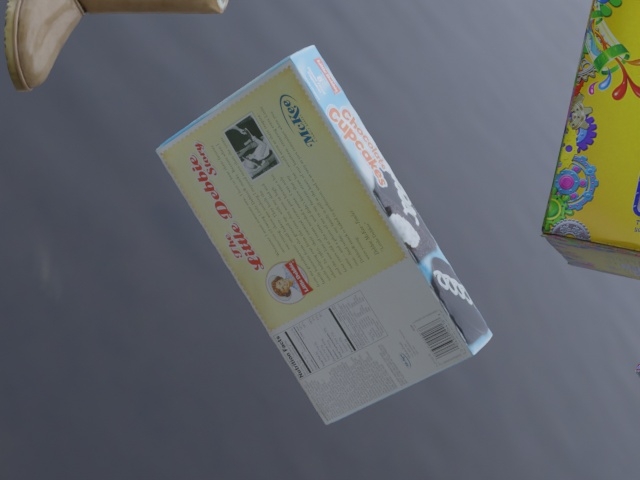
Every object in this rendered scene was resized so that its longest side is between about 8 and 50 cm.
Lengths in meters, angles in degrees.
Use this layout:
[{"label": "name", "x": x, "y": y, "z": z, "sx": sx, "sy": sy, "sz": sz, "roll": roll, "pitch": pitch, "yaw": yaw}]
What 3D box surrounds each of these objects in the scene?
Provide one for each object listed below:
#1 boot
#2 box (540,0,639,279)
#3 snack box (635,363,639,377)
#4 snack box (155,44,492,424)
[{"label": "boot", "x": -0.255, "y": -0.300, "z": 1.678, "sx": 0.089, "sy": 0.269, "sz": 0.236, "roll": 71, "pitch": 20, "yaw": -68}, {"label": "box", "x": 0.307, "y": -0.108, "z": 1.097, "sx": 0.290, "sy": 0.177, "sz": 0.279, "roll": 19, "pitch": 83, "yaw": -74}, {"label": "snack box", "x": 0.620, "y": 0.277, "z": 2.286, "sx": 0.178, "sy": 0.064, "sz": 0.022, "roll": 49, "pitch": 52, "yaw": -18}, {"label": "snack box", "x": 0.000, "y": 0.000, "z": 1.262, "sx": 0.322, "sy": 0.187, "sz": 0.060, "roll": 59, "pitch": 32, "yaw": -3}]
